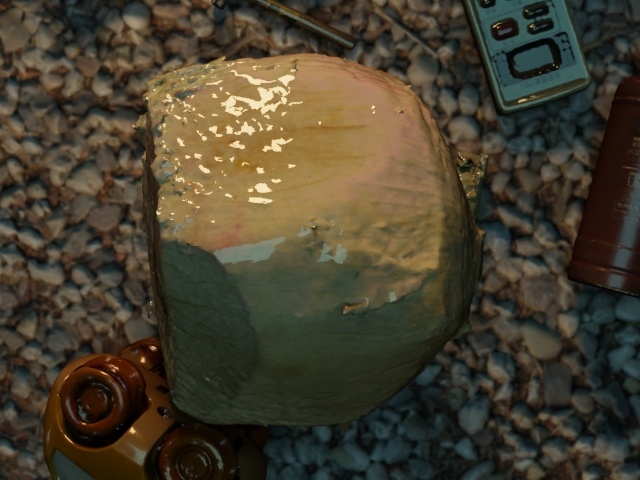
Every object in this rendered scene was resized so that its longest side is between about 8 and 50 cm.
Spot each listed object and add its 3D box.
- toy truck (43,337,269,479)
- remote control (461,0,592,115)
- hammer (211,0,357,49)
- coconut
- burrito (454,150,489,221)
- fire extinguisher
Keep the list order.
[{"bbox_3d":[-0.188,0.254,1.108,0.288,0.204,0.211,30,98,7],"label":"toy truck"},{"bbox_3d":[0.231,-0.301,1.176,0.124,0.038,0.285,-16,92,1],"label":"remote control"},{"bbox_3d":[-0.039,-0.280,1.188,0.182,0.017,0.062,24,92,-3],"label":"hammer"},{"bbox_3d":[0.000,0.000,1.019,0.405,0.404,0.404,0,92,0],"label":"coconut"},{"bbox_3d":[0.167,-0.038,1.185,0.055,0.041,0.149,18,96,13],"label":"burrito"},{"bbox_3d":[0.400,-0.102,1.158,0.138,0.102,0.343,15,91,-22],"label":"fire extinguisher"}]
